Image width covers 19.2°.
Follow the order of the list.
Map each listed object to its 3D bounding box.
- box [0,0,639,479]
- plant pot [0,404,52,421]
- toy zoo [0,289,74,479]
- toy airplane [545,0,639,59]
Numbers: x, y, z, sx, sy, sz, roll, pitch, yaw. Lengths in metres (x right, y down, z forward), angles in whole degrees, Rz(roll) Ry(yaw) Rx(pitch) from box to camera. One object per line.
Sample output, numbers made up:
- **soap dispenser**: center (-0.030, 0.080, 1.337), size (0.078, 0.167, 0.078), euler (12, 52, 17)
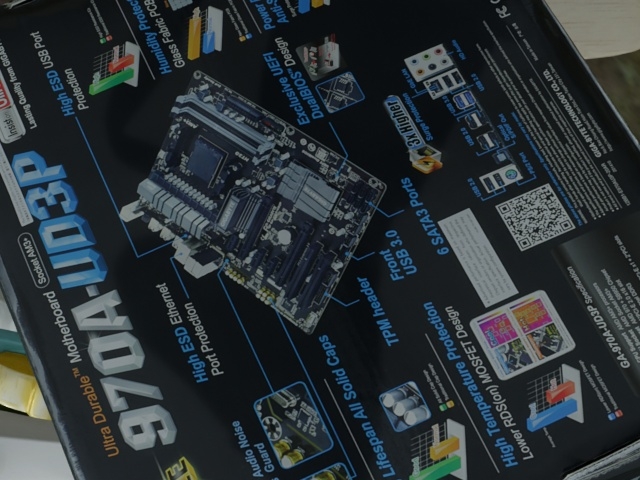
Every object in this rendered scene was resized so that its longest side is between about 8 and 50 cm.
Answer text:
- **box**: center (0.000, 0.000, 0.531), size (0.175, 0.051, 0.220), euler (-24, 58, -6)
- **plant pot**: center (-0.150, 0.186, 1.315), size (0.274, 0.293, 0.275), euler (-8, 66, 18)
- **toy zoo**: center (-0.197, 0.049, 0.950), size (0.192, 0.293, 0.030), euler (14, 110, -14)
- **toy airplane**: center (0.024, -0.151, 1.565), size (0.386, 0.272, 0.384), euler (36, 78, 5)
